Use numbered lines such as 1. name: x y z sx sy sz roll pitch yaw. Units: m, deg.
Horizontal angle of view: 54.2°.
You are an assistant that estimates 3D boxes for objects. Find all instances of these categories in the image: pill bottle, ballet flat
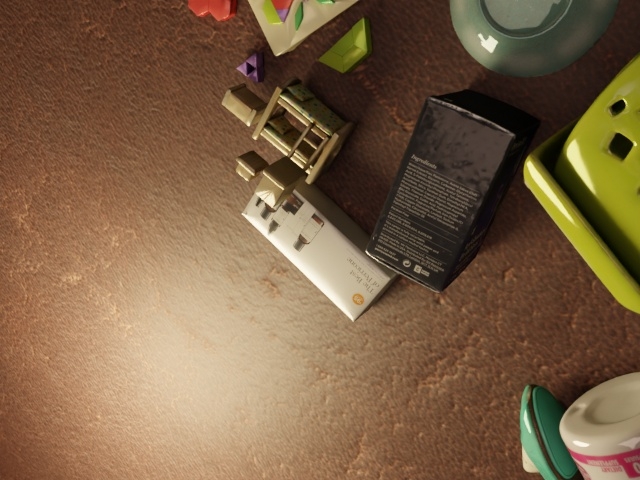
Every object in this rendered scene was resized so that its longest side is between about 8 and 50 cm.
1. pill bottle: 0.416 0.310 0.722 0.160 0.160 0.283 -30 90 33
2. ballet flat: 0.320 0.311 0.830 0.247 0.083 0.087 57 137 5

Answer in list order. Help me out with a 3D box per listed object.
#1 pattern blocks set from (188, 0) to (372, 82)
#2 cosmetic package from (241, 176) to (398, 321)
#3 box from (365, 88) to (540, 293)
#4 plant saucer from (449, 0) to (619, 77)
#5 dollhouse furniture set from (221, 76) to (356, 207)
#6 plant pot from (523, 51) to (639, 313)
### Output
1. pattern blocks set: -0.028 -0.357 0.850 0.325 0.026 0.285 -43 82 32
2. cosmetic package: 0.000 0.000 0.925 0.239 0.060 0.099 43 122 12
3. box: 0.161 -0.066 0.757 0.108 0.153 0.207 29 118 19
4. plant saucer: 0.237 -0.285 0.714 0.195 0.037 0.194 9 110 27
5. dollhouse furniture set: -0.072 -0.160 0.842 0.182 0.161 0.101 40 127 7
6. plant pot: 0.348 -0.072 0.606 0.228 0.227 0.207 54 134 5
